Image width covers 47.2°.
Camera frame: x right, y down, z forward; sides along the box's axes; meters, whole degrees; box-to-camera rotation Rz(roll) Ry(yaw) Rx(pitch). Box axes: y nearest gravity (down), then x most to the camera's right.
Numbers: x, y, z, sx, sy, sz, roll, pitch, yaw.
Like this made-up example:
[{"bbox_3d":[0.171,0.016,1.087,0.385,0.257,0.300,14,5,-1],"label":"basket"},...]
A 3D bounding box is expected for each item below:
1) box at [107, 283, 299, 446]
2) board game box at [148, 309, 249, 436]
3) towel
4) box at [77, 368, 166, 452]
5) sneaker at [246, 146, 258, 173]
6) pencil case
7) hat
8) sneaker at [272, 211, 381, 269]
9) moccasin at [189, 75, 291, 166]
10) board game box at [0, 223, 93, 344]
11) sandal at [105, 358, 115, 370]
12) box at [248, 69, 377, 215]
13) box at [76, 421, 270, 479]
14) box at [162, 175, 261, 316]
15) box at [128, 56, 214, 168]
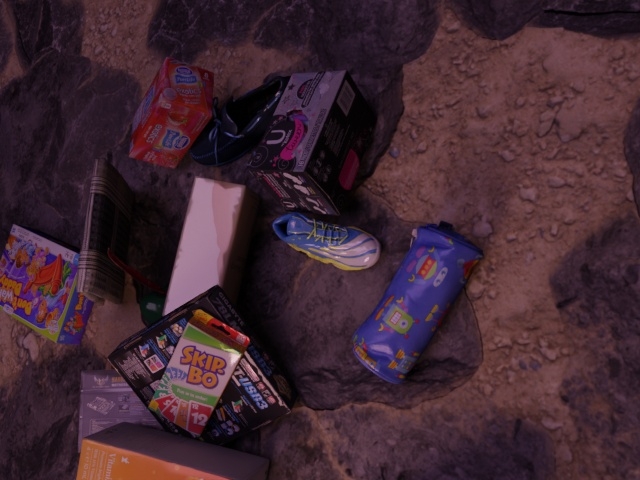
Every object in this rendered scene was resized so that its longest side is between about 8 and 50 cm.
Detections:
[{"bbox_3d":[-0.244,0.281,1.522,0.293,0.073,0.296,-32,100,23],"label":"box"},{"bbox_3d":[-0.244,0.266,1.461,0.124,0.039,0.260,29,112,2],"label":"board game box"},{"bbox_3d":[-0.511,-0.008,1.738,0.056,0.324,0.313,4,79,-2],"label":"towel"},{"bbox_3d":[-0.425,0.382,1.656,0.230,0.056,0.183,-3,75,1],"label":"box"},{"bbox_3d":[-0.079,-0.209,1.615,0.081,0.080,0.211,47,124,20],"label":"sneaker"},{"bbox_3d":[0.172,0.109,1.344,0.133,0.119,0.306,31,97,11],"label":"pencil case"},{"bbox_3d":[-0.388,0.149,1.672,0.208,0.183,0.173,24,91,36],"label":"hat"},{"bbox_3d":[0.000,0.000,1.482,0.240,0.126,0.091,11,86,36],"label":"sneaker"},{"bbox_3d":[-0.185,-0.290,1.680,0.341,0.116,0.138,-31,63,26],"label":"moccasin"},{"bbox_3d":[-0.745,0.113,1.987,0.347,0.078,0.234,18,89,35],"label":"board game box"},{"bbox_3d":[-0.449,0.366,1.723,0.079,0.088,0.240,-37,56,28],"label":"sandal"},{"bbox_3d":[-0.013,-0.197,1.474,0.142,0.163,0.247,4,62,34],"label":"box"},{"bbox_3d":[-0.301,0.519,1.464,0.345,0.168,0.215,10,90,15],"label":"box"},{"bbox_3d":[-0.235,0.030,1.606,0.121,0.148,0.311,11,86,10],"label":"box"},{"bbox_3d":[-0.352,-0.293,1.724,0.257,0.122,0.128,-40,44,50],"label":"box"}]
